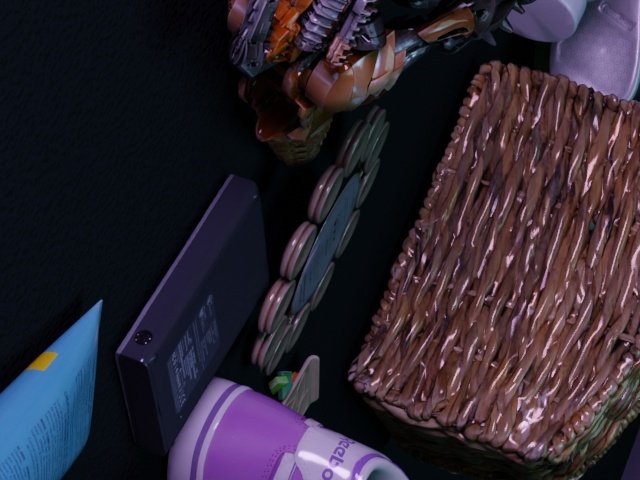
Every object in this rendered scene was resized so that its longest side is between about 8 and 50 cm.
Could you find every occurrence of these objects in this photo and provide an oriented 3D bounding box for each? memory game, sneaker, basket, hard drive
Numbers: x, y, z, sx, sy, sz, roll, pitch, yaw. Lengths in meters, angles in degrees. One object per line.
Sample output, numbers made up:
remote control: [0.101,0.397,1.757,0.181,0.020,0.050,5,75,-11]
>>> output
memory game: [0.000,0.000,1.201,0.186,0.012,0.186,-63,172,-16]
sneaker: [0.257,-0.244,1.613,0.147,0.104,0.296,3,98,-76]
basket: [0.184,0.046,1.515,0.299,0.213,0.223,-67,161,-13]
hard drive: [-0.068,0.042,1.074,0.094,0.022,0.135,85,29,-51]
sneaker: [-0.006,0.211,1.208,0.282,0.161,0.102,86,27,-53]

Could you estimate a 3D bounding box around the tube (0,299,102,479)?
tube: [-0.145,0.104,0.877,0.207,0.052,0.080,-50,158,-60]

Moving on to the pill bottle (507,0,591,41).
pill bottle: [0.187,-0.242,1.413,0.103,0.103,0.184,73,39,-61]

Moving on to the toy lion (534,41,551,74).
toy lion: [0.203,-0.158,1.673,0.100,0.034,0.096,9,92,-72]

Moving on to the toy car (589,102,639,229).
toy car: [0.309,-0.094,1.871,0.182,0.136,0.159,-48,152,-51]

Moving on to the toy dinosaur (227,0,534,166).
toy dinosaur: [0.016,-0.143,1.004,0.218,0.164,0.322,-43,-171,-30]

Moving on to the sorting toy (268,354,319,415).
sorting toy: [-0.021,0.105,1.296,0.062,0.012,0.083,-54,159,-32]
